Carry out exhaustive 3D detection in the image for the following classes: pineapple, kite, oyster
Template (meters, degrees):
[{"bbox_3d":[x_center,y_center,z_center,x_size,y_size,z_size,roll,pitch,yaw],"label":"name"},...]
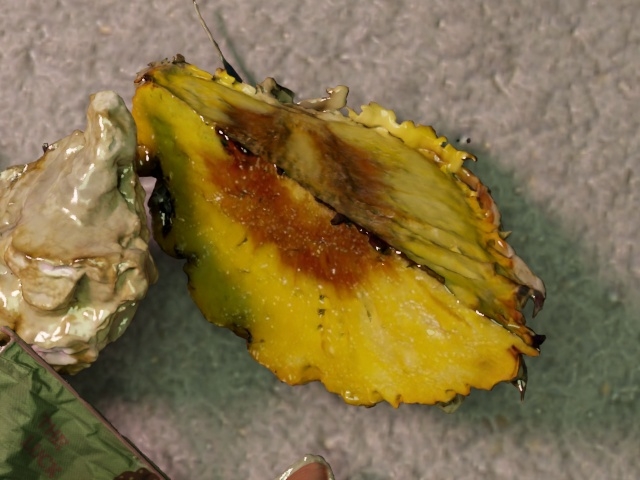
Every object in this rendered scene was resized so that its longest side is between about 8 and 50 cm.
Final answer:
[{"bbox_3d":[0.003,-0.002,0.998,0.334,0.158,0.161,28,130,14],"label":"pineapple"},{"bbox_3d":[-0.182,0.194,0.975,0.267,0.013,0.323,4,117,-25],"label":"kite"},{"bbox_3d":[-0.169,-0.003,0.931,0.163,0.081,0.191,15,86,21],"label":"oyster"}]

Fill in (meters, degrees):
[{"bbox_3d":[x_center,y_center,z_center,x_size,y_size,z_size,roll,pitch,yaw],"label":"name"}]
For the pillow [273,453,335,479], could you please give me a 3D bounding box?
[{"bbox_3d":[-0.019,0.253,0.987,0.171,0.075,0.179,-36,79,7],"label":"pillow"}]
